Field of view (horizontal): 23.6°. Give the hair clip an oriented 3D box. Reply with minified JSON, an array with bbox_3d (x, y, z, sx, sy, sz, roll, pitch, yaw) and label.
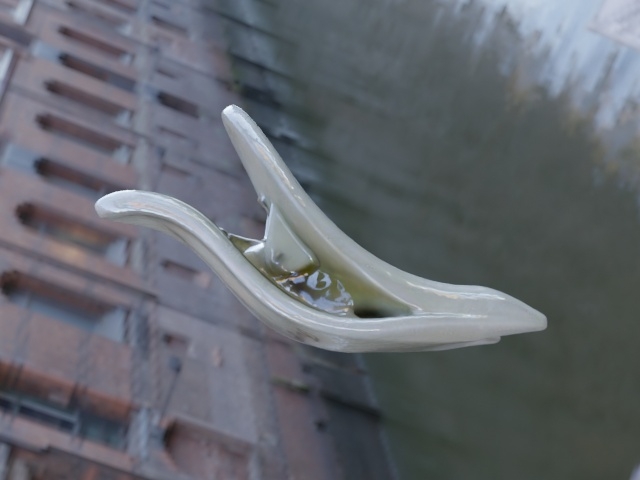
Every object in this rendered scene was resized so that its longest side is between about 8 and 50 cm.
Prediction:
[{"bbox_3d":[-0.006,0.019,1.024,0.113,0.282,0.172,-53,1,-8],"label":"hair clip"}]
